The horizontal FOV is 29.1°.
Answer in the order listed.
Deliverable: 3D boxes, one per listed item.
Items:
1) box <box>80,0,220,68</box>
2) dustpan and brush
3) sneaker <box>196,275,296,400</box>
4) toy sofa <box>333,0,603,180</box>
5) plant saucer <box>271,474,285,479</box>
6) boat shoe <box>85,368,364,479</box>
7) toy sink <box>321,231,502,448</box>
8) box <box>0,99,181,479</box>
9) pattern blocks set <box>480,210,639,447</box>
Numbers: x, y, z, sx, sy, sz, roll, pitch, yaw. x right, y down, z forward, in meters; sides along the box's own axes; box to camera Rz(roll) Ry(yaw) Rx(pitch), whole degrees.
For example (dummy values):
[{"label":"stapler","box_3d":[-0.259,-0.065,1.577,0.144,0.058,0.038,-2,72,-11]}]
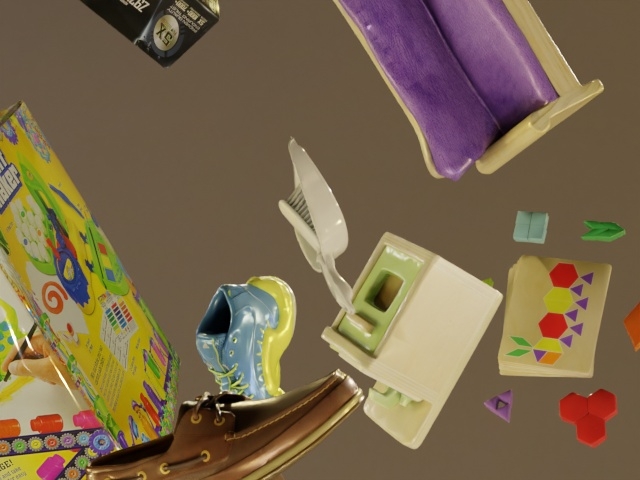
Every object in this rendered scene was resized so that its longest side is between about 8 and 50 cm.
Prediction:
[{"label":"box","box_3d":[-0.178,-0.274,1.183,0.077,0.147,0.180,-38,-145,21]},{"label":"dustpan and brush","box_3d":[0.000,0.000,1.418,0.060,0.147,0.211,-27,-124,-18]},{"label":"sneaker","box_3d":[-0.103,0.159,1.465,0.126,0.240,0.091,9,173,-42]},{"label":"toy sofa","box_3d":[0.150,-0.263,1.453,0.177,0.363,0.150,-28,175,-26]},{"label":"plant saucer","box_3d":[-0.098,0.299,1.082,0.041,0.278,0.278,4,-149,32]},{"label":"boat shoe","box_3d":[-0.059,0.116,0.698,0.178,0.060,0.064,-30,180,16]},{"label":"toy sink","box_3d":[0.101,0.127,1.615,0.131,0.234,0.153,29,180,-25]},{"label":"box","box_3d":[-0.257,0.073,0.964,0.177,0.279,0.290,-27,-164,5]},{"label":"pattern blocks set","box_3d":[0.333,0.113,1.760,0.285,0.026,0.325,15,-108,28]}]
